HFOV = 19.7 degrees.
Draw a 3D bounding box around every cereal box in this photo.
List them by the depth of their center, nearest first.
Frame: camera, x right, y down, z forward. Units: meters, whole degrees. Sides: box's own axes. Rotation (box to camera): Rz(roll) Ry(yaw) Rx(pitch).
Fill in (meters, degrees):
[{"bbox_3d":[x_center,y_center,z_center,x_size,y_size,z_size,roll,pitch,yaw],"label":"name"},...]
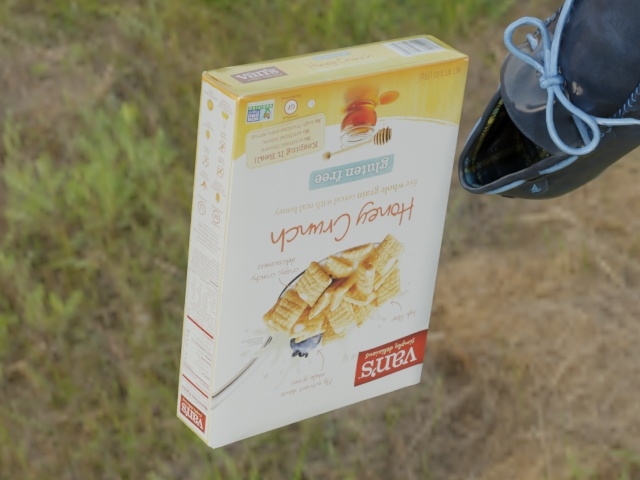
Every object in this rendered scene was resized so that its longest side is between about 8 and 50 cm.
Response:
[{"bbox_3d":[0.000,0.000,1.141,0.173,0.240,0.047,-14,33,-34],"label":"cereal box"}]

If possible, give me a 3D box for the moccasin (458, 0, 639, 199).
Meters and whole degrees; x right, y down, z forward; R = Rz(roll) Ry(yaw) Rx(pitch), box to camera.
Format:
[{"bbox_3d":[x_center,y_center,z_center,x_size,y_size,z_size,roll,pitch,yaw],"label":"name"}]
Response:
[{"bbox_3d":[0.200,-0.107,1.451,0.117,0.342,0.137,-17,67,-19],"label":"moccasin"}]
